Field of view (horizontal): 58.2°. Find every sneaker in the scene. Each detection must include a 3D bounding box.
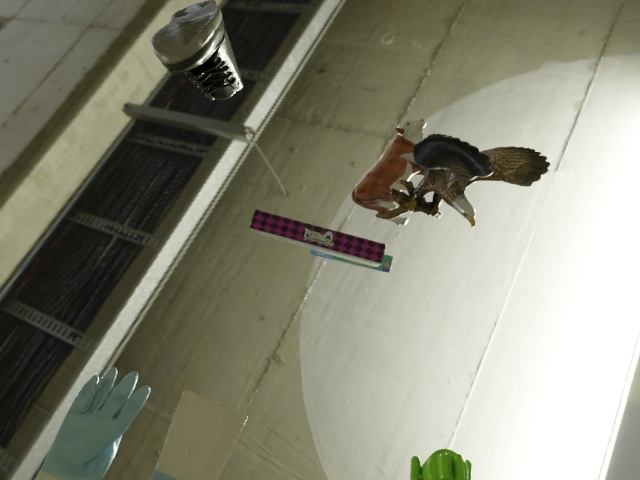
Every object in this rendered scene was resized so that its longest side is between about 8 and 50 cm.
[{"bbox_3d":[-0.137,-0.220,0.714,0.083,0.118,0.222,-17,-149,7],"label":"sneaker"}]

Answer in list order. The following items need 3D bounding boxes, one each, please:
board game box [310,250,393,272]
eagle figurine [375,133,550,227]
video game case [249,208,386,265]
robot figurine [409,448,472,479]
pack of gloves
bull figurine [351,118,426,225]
[{"bbox_3d":[0.077,0.039,1.523,0.160,0.210,0.047,15,-92,-16],"label":"board game box"},{"bbox_3d":[0.292,-0.137,1.213,0.225,0.298,0.226,40,-132,-4],"label":"eagle figurine"},{"bbox_3d":[0.000,0.000,1.056,0.232,0.210,0.041,15,-93,4],"label":"video game case"},{"bbox_3d":[0.195,0.378,0.923,0.101,0.115,0.067,3,-127,-5],"label":"robot figurine"},{"bbox_3d":[-0.218,0.276,0.661,0.195,0.046,0.232,22,-108,4],"label":"pack of gloves"},{"bbox_3d":[0.223,-0.190,1.566,0.188,0.101,0.310,34,-103,25],"label":"bull figurine"}]
